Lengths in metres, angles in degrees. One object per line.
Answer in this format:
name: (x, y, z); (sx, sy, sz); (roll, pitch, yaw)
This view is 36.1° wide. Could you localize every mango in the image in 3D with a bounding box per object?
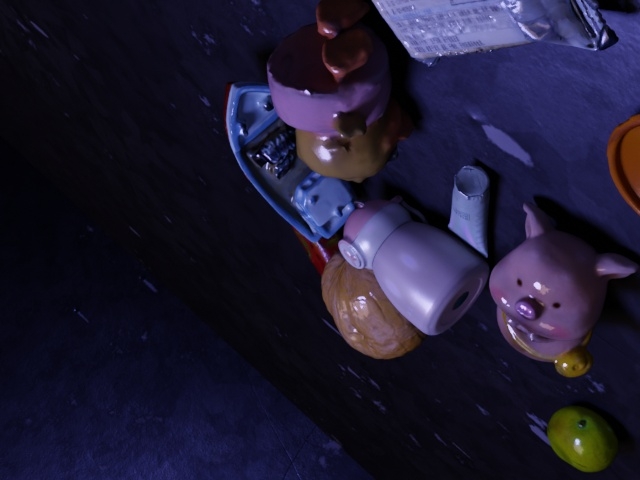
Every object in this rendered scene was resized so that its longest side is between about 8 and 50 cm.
mango: (0.433, 0.334, 1.652); (0.117, 0.089, 0.163); (46, 163, -1)

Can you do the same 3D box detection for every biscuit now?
biscuit: (0.149, -0.255, 1.003); (0.186, 0.079, 0.309); (50, 161, -21)

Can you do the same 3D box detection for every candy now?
candy: (0.001, -0.001, 1.863); (0.292, 0.059, 0.086); (59, 158, 4)

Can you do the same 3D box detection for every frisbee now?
frisbee: (0.379, -0.060, 0.993); (0.192, 0.035, 0.192); (39, 161, 16)

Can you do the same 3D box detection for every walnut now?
walnut: (0.102, 0.102, 1.725); (0.193, 0.193, 0.225); (18, 149, 55)

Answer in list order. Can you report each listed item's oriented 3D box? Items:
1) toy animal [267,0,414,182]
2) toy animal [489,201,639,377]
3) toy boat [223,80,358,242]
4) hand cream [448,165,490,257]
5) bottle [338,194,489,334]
toy animal: (0.028, -0.177, 1.308); (0.281, 0.169, 0.195); (61, -160, -52)
toy animal: (0.306, 0.085, 1.307); (0.165, 0.149, 0.248); (25, 149, 16)
toy boat: (-0.049, -0.133, 1.585); (0.332, 0.145, 0.133); (53, 172, -36)
hand cream: (0.212, -0.038, 1.393); (0.078, 0.050, 0.205); (38, 165, 21)
bottle: (0.134, 0.025, 1.544); (0.236, 0.147, 0.147); (40, 162, 23)
